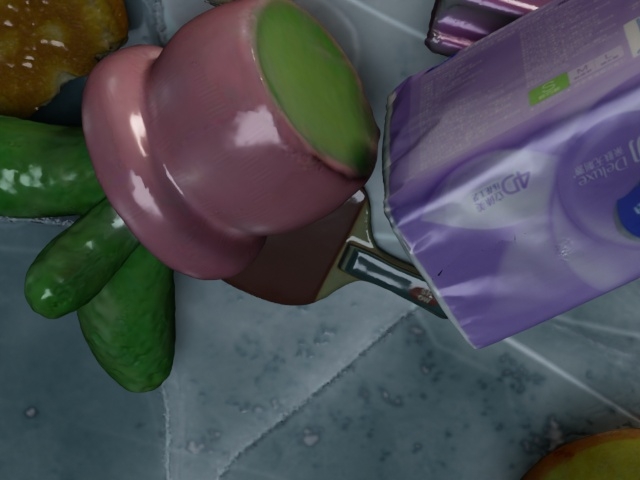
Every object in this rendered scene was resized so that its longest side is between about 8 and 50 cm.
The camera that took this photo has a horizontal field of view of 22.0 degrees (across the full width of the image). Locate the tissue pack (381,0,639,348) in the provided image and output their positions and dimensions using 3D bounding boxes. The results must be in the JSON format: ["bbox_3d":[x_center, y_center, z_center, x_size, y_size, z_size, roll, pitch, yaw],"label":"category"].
[{"bbox_3d":[0.216,-0.084,1.182,0.338,0.242,0.160,-27,111,17],"label":"tissue pack"}]

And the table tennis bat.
[{"bbox_3d":[0.000,0.000,1.490,0.274,0.021,0.154,25,111,-2],"label":"table tennis bat"}]

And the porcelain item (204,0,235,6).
[{"bbox_3d":[-0.071,-0.304,1.357,0.084,0.054,0.213,21,112,-4],"label":"porcelain item"}]

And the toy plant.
[{"bbox_3d":[-0.122,-0.035,1.383,0.356,0.210,0.317,-30,115,21],"label":"toy plant"}]

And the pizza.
[{"bbox_3d":[-0.307,-0.183,1.424,0.297,0.071,0.189,-27,124,20],"label":"pizza"}]

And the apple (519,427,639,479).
[{"bbox_3d":[0.273,0.298,1.486,0.261,0.194,0.260,3,106,9],"label":"apple"}]

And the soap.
[{"bbox_3d":[0.190,-0.170,1.345,0.203,0.122,0.065,17,113,-2],"label":"soap"}]
